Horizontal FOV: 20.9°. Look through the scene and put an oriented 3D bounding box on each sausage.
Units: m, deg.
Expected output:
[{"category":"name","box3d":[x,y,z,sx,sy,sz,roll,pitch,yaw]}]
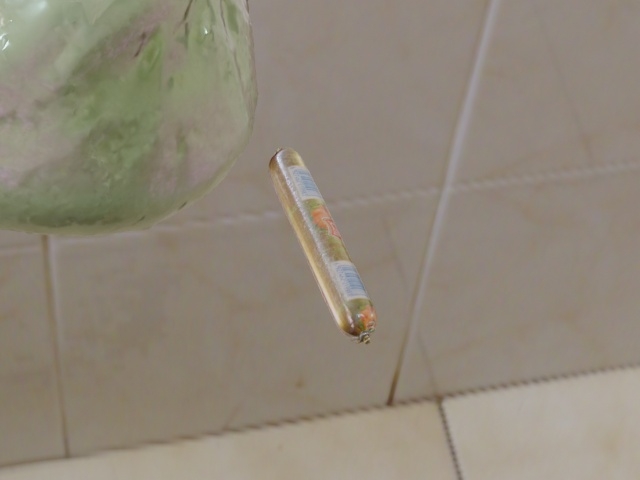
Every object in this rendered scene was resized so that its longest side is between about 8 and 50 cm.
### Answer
[{"category":"sausage","box3d":[0.000,0.000,0.596,0.015,0.015,0.100,-13,45,-14]}]

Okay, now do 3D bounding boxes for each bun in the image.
[{"category":"bun","box3d":[-0.157,-0.149,0.990,0.293,0.187,0.293,13,46,-14]}]
